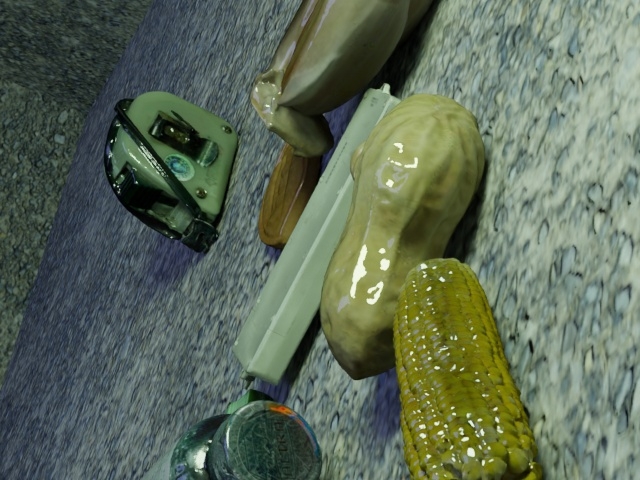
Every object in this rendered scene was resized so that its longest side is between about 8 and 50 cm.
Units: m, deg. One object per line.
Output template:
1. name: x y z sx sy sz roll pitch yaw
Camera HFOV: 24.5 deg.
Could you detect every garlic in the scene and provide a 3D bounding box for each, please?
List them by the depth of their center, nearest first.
1. garlic: 0.037 -0.263 1.695 0.325 0.132 0.279 -54 18 17

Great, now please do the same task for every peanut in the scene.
1. peanut: 0.073 -0.007 1.299 0.125 0.111 0.274 125 162 -75

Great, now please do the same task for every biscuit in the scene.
1. biscuit: -0.040 -0.073 1.876 0.142 0.029 0.220 -47 26 49

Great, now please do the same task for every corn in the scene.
1. corn: 0.102 0.111 1.095 0.097 0.097 0.320 -59 16 24

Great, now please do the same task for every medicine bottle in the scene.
1. medicine bottle: -0.107 0.261 1.440 0.293 0.141 0.141 -49 24 48

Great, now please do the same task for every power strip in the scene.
1. power strip: 0.000 0.000 1.603 0.367 0.043 0.106 -62 16 5

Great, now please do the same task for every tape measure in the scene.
1. tape measure: -0.234 -0.118 2.240 0.115 0.207 0.235 -48 23 41

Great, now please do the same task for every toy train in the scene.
1. toy train: -0.082 0.208 1.616 0.056 0.038 0.093 -46 26 43

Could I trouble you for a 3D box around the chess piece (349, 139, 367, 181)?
1. chess piece: 0.072 -0.053 1.454 0.066 0.066 0.122 -61 22 19
